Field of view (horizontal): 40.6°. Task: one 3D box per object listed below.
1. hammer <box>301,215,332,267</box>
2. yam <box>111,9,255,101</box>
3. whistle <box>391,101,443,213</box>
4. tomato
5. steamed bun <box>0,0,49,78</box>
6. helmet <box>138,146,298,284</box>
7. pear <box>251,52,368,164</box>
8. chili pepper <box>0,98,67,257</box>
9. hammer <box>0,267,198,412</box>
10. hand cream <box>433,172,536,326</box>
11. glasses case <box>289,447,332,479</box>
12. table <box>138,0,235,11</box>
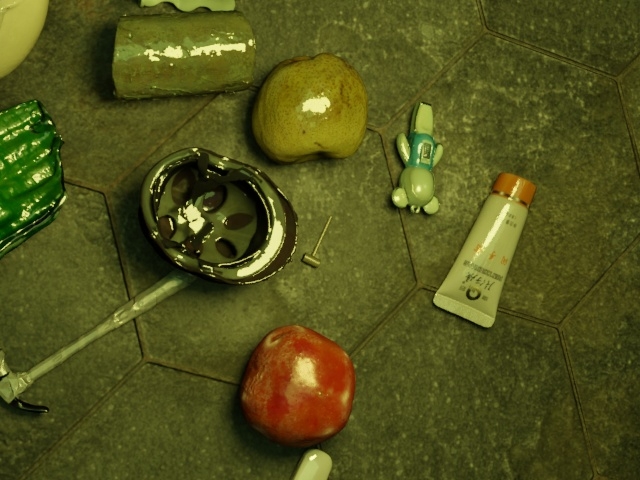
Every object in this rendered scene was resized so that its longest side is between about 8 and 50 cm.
[{"bbox_3d":[0.000,0.000,1.756,0.035,0.019,0.110,28,75,-10],"label":"hammer"},{"bbox_3d":[-0.266,-0.353,1.647,0.267,0.161,0.161,-7,87,-13],"label":"yam"},{"bbox_3d":[0.201,-0.170,1.789,0.113,0.077,0.236,10,77,-22],"label":"whistle"},{"bbox_3d":[-0.037,0.281,1.635,0.231,0.188,0.232,0,88,-13],"label":"tomato"},{"bbox_3d":[-0.635,-0.455,1.502,0.374,0.241,0.375,6,111,15],"label":"steamed bun"},{"bbox_3d":[-0.205,-0.032,1.626,0.305,0.177,0.225,31,71,-15],"label":"helmet"},{"bbox_3d":[-0.022,-0.258,1.679,0.228,0.188,0.212,-5,90,-11],"label":"pear"},{"bbox_3d":[-0.595,-0.075,1.549,0.213,0.167,0.385,46,65,-22],"label":"chili pepper"},{"bbox_3d":[-0.418,0.161,1.628,0.426,0.044,0.152,-36,95,-14],"label":"hammer"},{"bbox_3d":[0.347,0.014,1.807,0.139,0.089,0.314,21,89,-9],"label":"hand cream"},{"bbox_3d":[-0.033,0.487,1.693,0.063,0.041,0.164,27,81,-8],"label":"glasses case"},{"bbox_3d":[-0.247,-0.517,1.670,0.198,0.166,0.167,3,85,-21],"label":"table"}]
